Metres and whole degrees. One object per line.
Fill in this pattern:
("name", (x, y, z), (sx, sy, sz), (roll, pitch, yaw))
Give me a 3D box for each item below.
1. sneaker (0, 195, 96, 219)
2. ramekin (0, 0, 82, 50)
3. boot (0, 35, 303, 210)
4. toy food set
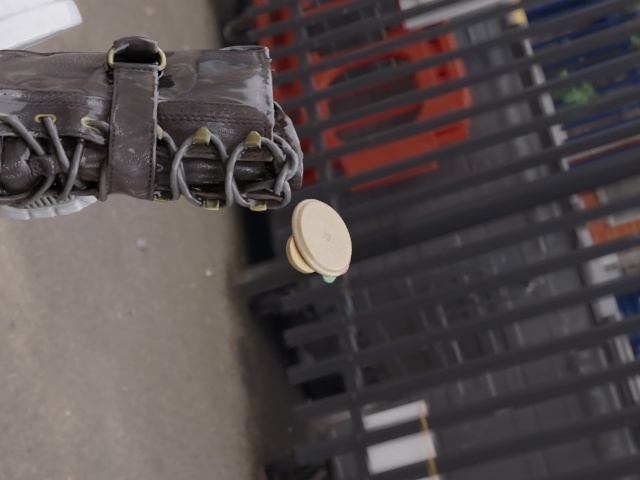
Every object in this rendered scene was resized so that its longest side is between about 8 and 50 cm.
("sneaker", (-0.241, -0.067, 0.760), (0.090, 0.232, 0.115), (84, 4, -49))
("ramekin", (-0.359, -0.200, 1.065), (0.273, 0.273, 0.127), (-70, 139, -74))
("boot", (-0.121, -0.040, 0.527), (0.263, 0.229, 0.091), (-90, -175, -57))
("toy food set", (0.000, 0.000, 1.162), (0.082, 0.020, 0.083), (25, 51, -39))
